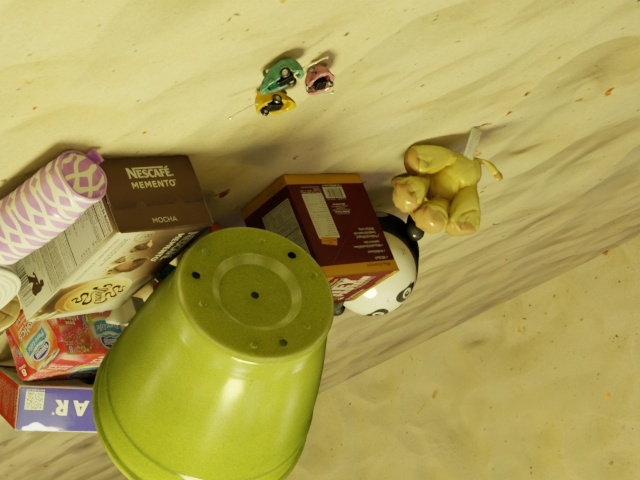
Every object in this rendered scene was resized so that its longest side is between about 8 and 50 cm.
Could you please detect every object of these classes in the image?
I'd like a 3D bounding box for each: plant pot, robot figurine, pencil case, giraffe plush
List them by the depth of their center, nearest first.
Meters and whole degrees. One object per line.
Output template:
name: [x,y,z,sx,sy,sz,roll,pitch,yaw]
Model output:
pencil case: [-0.379,-0.043,1.440,0.206,0.086,0.088,-29,-164,29]
plant pot: [-0.140,0.173,1.647,0.366,0.366,0.353,-12,149,-30]
giraffe plush: [0.208,-0.093,1.943,0.210,0.181,0.170,-53,-174,-22]
robot figurine: [0.107,0.043,2.063,0.173,0.209,0.278,6,-165,5]

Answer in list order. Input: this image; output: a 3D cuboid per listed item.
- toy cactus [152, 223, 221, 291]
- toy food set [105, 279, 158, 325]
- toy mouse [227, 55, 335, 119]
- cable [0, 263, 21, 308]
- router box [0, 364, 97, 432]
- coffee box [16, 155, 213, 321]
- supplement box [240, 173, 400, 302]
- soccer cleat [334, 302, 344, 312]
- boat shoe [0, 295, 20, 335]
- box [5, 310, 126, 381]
toy cactus: [-0.232,0.044,1.903,0.219,0.112,0.180,-19,-178,-18]
toy food set: [-0.357,0.109,1.878,0.104,0.111,0.232,-27,163,17]
toy mouse: [-0.031,-0.217,1.422,0.161,0.031,0.143,-10,160,-35]
cable: [-0.561,0.066,1.531,0.257,0.089,0.257,-28,162,19]
router box: [-0.445,0.306,2.070,0.335,0.082,0.301,6,178,-26]
coffee box: [-0.316,-0.001,1.579,0.168,0.119,0.297,-6,157,-45]
supplement box: [0.000,0.000,1.846,0.191,0.194,0.129,-4,156,-45]
soccer cleat: [-0.101,0.115,1.992,0.318,0.108,0.116,-5,153,14]
boat shoe: [-0.622,0.160,1.730,0.285,0.103,0.092,-23,159,-16]
box: [-0.438,0.181,1.980,0.128,0.122,0.257,-29,162,25]
